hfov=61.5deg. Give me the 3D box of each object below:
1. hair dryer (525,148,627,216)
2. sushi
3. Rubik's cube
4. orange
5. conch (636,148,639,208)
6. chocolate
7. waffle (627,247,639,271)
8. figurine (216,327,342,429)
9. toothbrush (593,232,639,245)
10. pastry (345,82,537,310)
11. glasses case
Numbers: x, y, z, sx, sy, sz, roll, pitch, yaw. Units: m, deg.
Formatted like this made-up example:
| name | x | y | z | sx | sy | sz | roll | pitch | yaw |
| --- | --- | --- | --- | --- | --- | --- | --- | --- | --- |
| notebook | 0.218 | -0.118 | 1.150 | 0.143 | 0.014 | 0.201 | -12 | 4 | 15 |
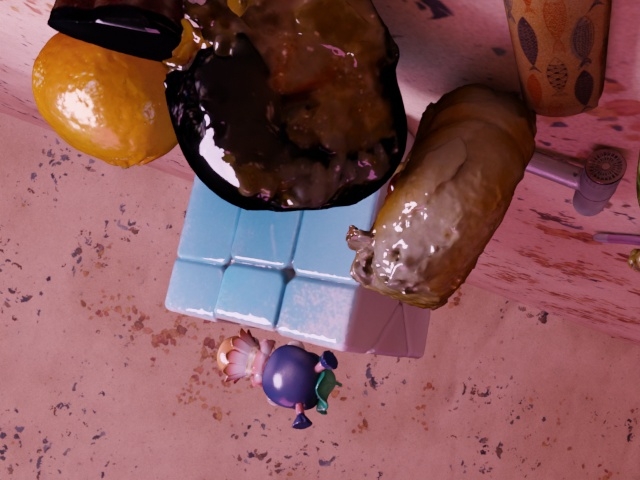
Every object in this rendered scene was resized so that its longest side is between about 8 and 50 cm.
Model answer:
| name | x | y | z | sx | sy | sz | roll | pitch | yaw |
| --- | --- | --- | --- | --- | --- | --- | --- | --- | --- |
| hair dryer | 0.268 | -0.091 | 0.666 | 0.183 | 0.044 | 0.155 | 23 | 177 | 24 |
| sushi | -0.027 | -0.125 | 0.478 | 0.213 | 0.200 | 0.204 | -8 | -176 | -20 |
| Rubik's cube | 0.000 | 0.000 | 0.859 | 0.315 | 0.322 | 0.318 | 8 | 171 | 30 |
| orange | -0.287 | -0.204 | 0.761 | 0.219 | 0.193 | 0.219 | 3 | 170 | 1 |
| conch | 0.323 | -0.045 | 0.381 | 0.181 | 0.124 | 0.187 | 16 | 167 | 15 |
| chocolate | -0.188 | -0.240 | 0.554 | 0.148 | 0.080 | 0.125 | 10 | -176 | 25 |
| waffle | 0.534 | 0.045 | 0.777 | 0.160 | 0.046 | 0.192 | 18 | 180 | 31 |
| figurine | -0.065 | 0.196 | 0.784 | 0.194 | 0.112 | 0.102 | 10 | 172 | 23 |
| toothbrush | 0.525 | 0.005 | 0.790 | 0.020 | 0.025 | 0.286 | 19 | 178 | -23 |
| pastry | 0.118 | -0.048 | 0.552 | 0.120 | 0.236 | 0.257 | 28 | 173 | 5 |
| glasses case | 0.170 | -0.142 | 0.389 | 0.064 | 0.041 | 0.170 | 17 | 174 | 28 |
